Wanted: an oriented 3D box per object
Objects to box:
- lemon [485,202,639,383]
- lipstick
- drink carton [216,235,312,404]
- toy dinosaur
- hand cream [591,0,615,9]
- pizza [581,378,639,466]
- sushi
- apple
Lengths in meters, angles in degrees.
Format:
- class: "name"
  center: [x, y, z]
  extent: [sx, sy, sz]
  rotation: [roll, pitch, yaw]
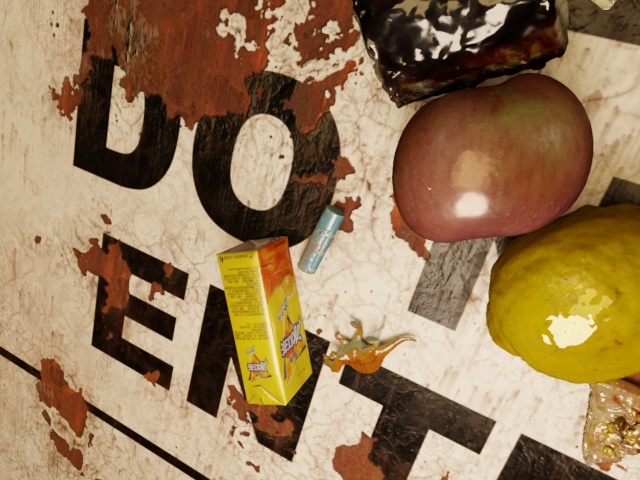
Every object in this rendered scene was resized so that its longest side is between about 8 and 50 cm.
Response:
- class: "lemon"
  center: [0.428, 0.081, 0.707]
  extent: [0.285, 0.285, 0.316]
  rotation: [51, 140, 4]
- class: "lipstick"
  center: [0.000, 0.000, 0.992]
  extent: [0.048, 0.048, 0.158]
  rotation: [32, 113, 13]
- class: "drink carton"
  center: [-0.122, 0.179, 1.028]
  extent: [0.111, 0.154, 0.352]
  rotation: [-5, 101, 24]
- class: "toy dinosaur"
  center: [0.101, 0.261, 1.011]
  extent: [0.211, 0.057, 0.143]
  rotation: [12, 119, 21]
- class: "hand cream"
  center: [0.495, -0.473, 0.670]
  extent: [0.080, 0.050, 0.234]
  rotation: [41, 121, 5]
- class: "pizza"
  center: [0.556, 0.358, 0.843]
  extent: [0.185, 0.052, 0.195]
  rotation: [31, 113, 17]
- class: "sushi"
  center: [0.205, -0.371, 0.677]
  extent: [0.293, 0.299, 0.282]
  rotation: [-8, 84, 26]
- class: "apple"
  center: [0.259, -0.127, 0.719]
  extent: [0.305, 0.305, 0.235]
  rotation: [-7, 100, 24]
